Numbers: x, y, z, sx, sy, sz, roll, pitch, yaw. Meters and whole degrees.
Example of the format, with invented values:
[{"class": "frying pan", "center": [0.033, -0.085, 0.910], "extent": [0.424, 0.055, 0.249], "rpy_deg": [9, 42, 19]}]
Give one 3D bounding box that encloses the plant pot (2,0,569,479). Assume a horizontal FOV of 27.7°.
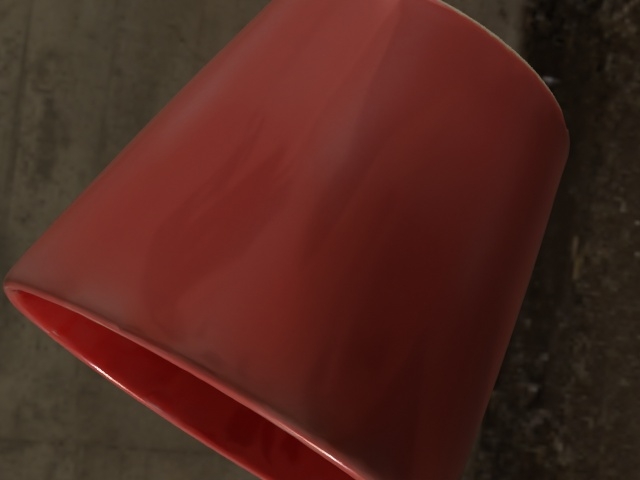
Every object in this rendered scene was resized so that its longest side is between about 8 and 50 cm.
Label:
[{"class": "plant pot", "center": [0.000, 0.000, 0.735], "extent": [0.243, 0.275, 0.275], "rpy_deg": [-59, 15, -15]}]
